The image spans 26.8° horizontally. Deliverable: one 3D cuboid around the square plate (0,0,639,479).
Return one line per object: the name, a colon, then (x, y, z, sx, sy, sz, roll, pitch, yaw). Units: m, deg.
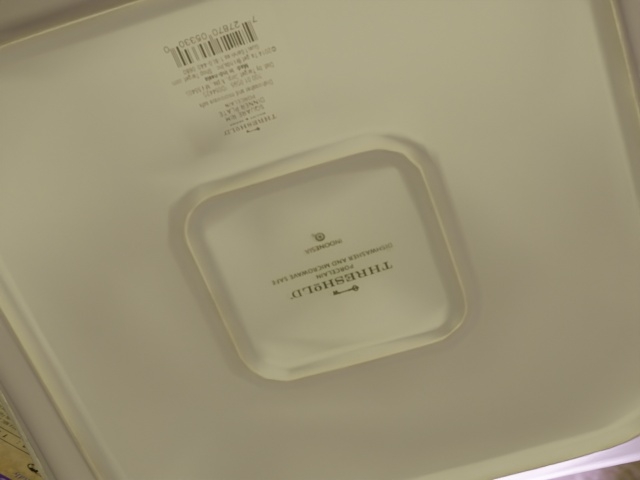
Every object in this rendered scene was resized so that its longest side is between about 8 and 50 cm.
square plate: (0.000, 0.000, 0.544, 0.347, 0.049, 0.344, -16, 123, 10)

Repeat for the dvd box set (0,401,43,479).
dvd box set: (-0.228, 0.192, 0.799, 0.420, 0.062, 0.308, -30, 132, 26)
